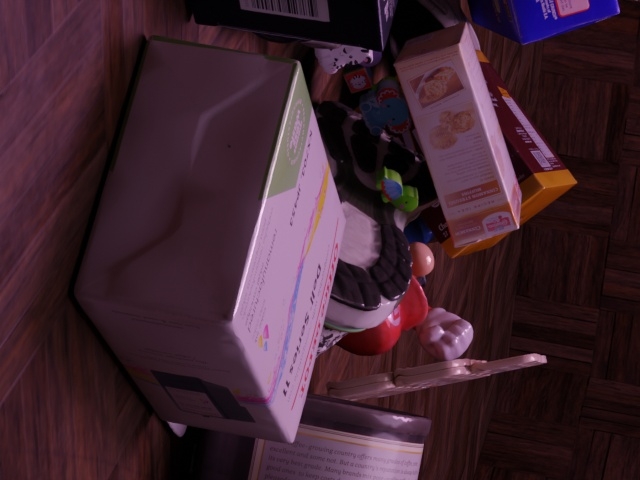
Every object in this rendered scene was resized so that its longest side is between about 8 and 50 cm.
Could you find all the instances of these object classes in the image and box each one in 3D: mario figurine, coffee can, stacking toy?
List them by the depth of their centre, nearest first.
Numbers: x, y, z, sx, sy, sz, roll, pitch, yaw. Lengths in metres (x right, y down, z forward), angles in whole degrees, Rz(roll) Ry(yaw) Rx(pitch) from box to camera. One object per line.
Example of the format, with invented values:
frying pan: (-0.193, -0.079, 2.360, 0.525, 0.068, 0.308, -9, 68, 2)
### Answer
coffee can: (-0.027, 0.270, 1.592, 0.201, 0.201, 0.275, 30, 71, -78)
stacking toy: (0.051, -0.155, 1.729, 0.167, 0.052, 0.221, -89, 158, -53)
mario figurine: (0.091, 0.007, 1.997, 0.320, 0.198, 0.170, -69, 176, -59)

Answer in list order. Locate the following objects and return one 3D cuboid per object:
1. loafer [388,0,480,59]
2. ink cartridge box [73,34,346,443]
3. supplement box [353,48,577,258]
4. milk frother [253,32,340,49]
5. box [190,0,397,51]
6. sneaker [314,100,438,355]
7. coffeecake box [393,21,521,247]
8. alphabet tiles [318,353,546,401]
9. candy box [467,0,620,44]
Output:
loafer: (0.119, -0.239, 2.145, 0.319, 0.112, 0.111, 71, 39, -57)
ink cartridge box: (-0.066, 0.023, 1.399, 0.353, 0.119, 0.207, 71, 30, -67)
supplement box: (0.160, -0.101, 2.036, 0.129, 0.194, 0.191, -38, 171, 17)
milk frother: (0.016, -0.225, 1.533, 0.135, 0.143, 0.129, -18, 110, -75)
box: (-0.004, -0.261, 1.379, 0.108, 0.153, 0.207, 82, 22, -58)
sneaker: (0.000, 0.000, 1.794, 0.182, 0.158, 0.410, -51, -175, 28)
coffeecake box: (0.135, -0.104, 1.776, 0.142, 0.068, 0.185, -65, 137, -74)
alphabet tiles: (0.098, 0.147, 1.957, 0.284, 0.278, 0.021, 20, 58, -78)
candy box: (0.212, -0.369, 2.029, 0.317, 0.122, 0.268, -116, -170, -77)
